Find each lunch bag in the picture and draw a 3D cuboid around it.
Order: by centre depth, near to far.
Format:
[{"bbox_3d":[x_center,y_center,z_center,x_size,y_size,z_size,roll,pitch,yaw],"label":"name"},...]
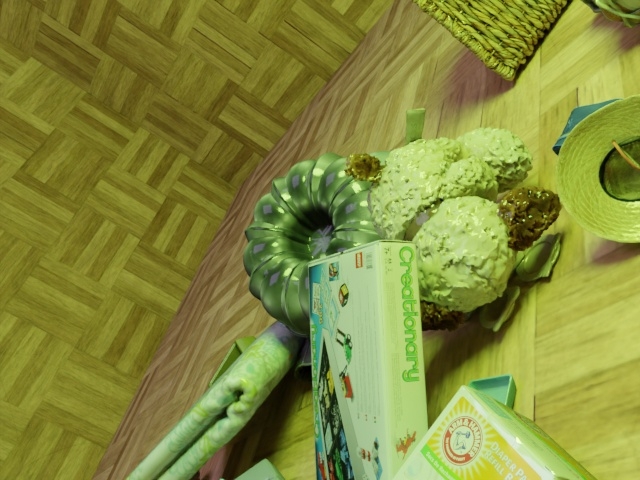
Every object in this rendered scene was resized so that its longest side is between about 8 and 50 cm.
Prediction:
[{"bbox_3d":[0.311,-0.107,0.658,0.065,0.067,0.098,-60,17,-8],"label":"lunch bag"}]

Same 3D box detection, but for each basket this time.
[{"bbox_3d":[0.256,-0.452,1.060,0.223,0.299,0.213,-55,15,7],"label":"basket"}]

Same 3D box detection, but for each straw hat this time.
[{"bbox_3d":[0.311,-0.069,0.586,0.144,0.144,0.061,-50,-21,26],"label":"straw hat"}]

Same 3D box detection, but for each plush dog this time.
[{"bbox_3d":[0.151,-0.016,0.728,0.262,0.210,0.225,-54,39,21],"label":"plush dog"}]

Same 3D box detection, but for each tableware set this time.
[{"bbox_3d":[0.217,0.045,0.738,0.141,0.020,0.168,-58,15,-5],"label":"tableware set"}]

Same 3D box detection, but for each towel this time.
[{"bbox_3d":[-0.177,0.307,1.092,0.374,0.090,0.320,-47,-1,20],"label":"towel"}]

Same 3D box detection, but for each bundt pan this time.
[{"bbox_3d":[0.000,0.000,0.988,0.331,0.124,0.331,-15,64,32],"label":"bundt pan"}]

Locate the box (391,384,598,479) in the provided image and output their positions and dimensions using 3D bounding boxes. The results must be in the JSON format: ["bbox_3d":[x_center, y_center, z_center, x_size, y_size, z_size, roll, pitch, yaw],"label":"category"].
[{"bbox_3d":[0.116,0.237,0.473,0.203,0.103,0.114,-55,31,7],"label":"box"}]

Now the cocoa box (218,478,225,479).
[{"bbox_3d":[-0.041,0.403,0.431,0.228,0.231,0.347,-55,16,8],"label":"cocoa box"}]

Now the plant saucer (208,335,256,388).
[{"bbox_3d":[-0.213,0.323,1.457,0.188,0.045,0.188,-59,15,-5],"label":"plant saucer"}]

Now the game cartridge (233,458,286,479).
[{"bbox_3d":[-0.110,0.435,0.809,0.196,0.060,0.294,-40,17,5],"label":"game cartridge"}]

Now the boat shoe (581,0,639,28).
[{"bbox_3d":[0.399,-0.318,0.745,0.103,0.113,0.302,-51,6,27],"label":"boat shoe"}]

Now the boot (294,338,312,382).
[{"bbox_3d":[0.026,0.130,1.052,0.208,0.076,0.190,-62,2,-40],"label":"boot"}]

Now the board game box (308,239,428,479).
[{"bbox_3d":[0.049,0.164,0.694,0.193,0.053,0.305,160,109,-65],"label":"board game box"}]

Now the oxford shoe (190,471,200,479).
[{"bbox_3d":[-0.364,0.640,1.222,0.146,0.140,0.397,34,86,44],"label":"oxford shoe"}]

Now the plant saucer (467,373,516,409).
[{"bbox_3d":[0.152,0.225,0.592,0.067,0.018,0.192,-33,29,56],"label":"plant saucer"}]

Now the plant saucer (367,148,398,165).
[{"bbox_3d":[0.016,-0.045,1.236,0.400,0.100,0.400,-54,4,6],"label":"plant saucer"}]
